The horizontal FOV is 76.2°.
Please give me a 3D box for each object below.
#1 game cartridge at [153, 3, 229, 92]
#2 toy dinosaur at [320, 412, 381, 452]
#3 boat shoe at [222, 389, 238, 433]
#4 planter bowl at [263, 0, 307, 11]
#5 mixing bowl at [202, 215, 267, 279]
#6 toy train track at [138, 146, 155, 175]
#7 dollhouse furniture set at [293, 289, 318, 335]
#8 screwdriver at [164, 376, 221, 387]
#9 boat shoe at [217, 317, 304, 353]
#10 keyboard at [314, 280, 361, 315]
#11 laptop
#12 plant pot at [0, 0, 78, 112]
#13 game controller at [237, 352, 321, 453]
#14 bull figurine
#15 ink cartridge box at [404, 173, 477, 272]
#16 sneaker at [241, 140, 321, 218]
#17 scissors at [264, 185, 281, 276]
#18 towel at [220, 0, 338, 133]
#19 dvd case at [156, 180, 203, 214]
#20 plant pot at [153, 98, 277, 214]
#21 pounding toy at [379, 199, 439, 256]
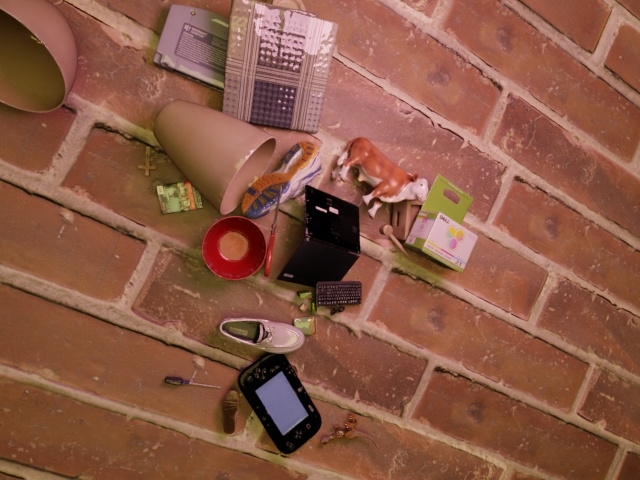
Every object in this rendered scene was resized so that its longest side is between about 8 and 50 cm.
[{"bbox_3d":[-0.304,-0.542,1.177,0.294,0.060,0.196,19,92,-15],"label":"game cartridge"},{"bbox_3d":[0.104,0.643,1.363,0.211,0.064,0.113,4,111,-6],"label":"toy dinosaur"},{"bbox_3d":[-0.277,0.520,1.253,0.050,0.045,0.136,8,95,-7],"label":"boat shoe"},{"bbox_3d":[-0.102,-0.650,1.194,0.161,0.109,0.162,-1,93,-15],"label":"planter bowl"},{"bbox_3d":[-0.253,0.020,1.201,0.181,0.098,0.182,-1,93,-14],"label":"mixing bowl"},{"bbox_3d":[-0.494,-0.226,1.167,0.048,0.014,0.084,2,87,-8],"label":"toy train track"},{"bbox_3d":[-0.046,0.236,1.289,0.076,0.058,0.152,-2,94,-14],"label":"dollhouse furniture set"},{"bbox_3d":[-0.384,0.430,1.236,0.169,0.024,0.025,12,62,-21],"label":"screwdriver"},{"bbox_3d":[-0.175,0.280,1.228,0.267,0.088,0.096,16,73,-8],"label":"boat shoe"},{"bbox_3d":[0.060,0.185,1.306,0.180,0.023,0.108,3,92,-33],"label":"keyboard"},{"bbox_3d":[0.000,0.000,1.264,0.234,0.136,0.265,17,64,-41],"label":"laptop"},{"bbox_3d":[-0.717,-0.486,0.984,0.283,0.284,0.191,20,52,-15],"label":"plant pot"},{"bbox_3d":[-0.123,0.507,1.282,0.166,0.067,0.319,-31,101,-11],"label":"game controller"},{"bbox_3d":[0.179,-0.188,1.256,0.188,0.101,0.310,-40,69,-9],"label":"bull figurine"},{"bbox_3d":[0.404,-0.055,1.283,0.188,0.097,0.255,26,88,-26],"label":"ink cartridge box"},{"bbox_3d":[-0.099,-0.154,1.211,0.296,0.131,0.112,-44,59,-11],"label":"sneaker"},{"bbox_3d":[-0.138,-0.030,1.181,0.021,0.109,0.297,8,113,-5],"label":"scissors"},{"bbox_3d":[-0.119,-0.490,1.167,0.311,0.056,0.325,3,116,-23],"label":"towel"},{"bbox_3d":[-0.411,-0.127,1.194,0.119,0.013,0.087,-12,96,-15],"label":"dvd case"},{"bbox_3d":[-0.304,-0.251,1.116,0.274,0.256,0.257,35,84,1],"label":"plant pot"},{"bbox_3d":[0.271,-0.042,1.332,0.205,0.094,0.181,-1,99,-23],"label":"pounding toy"}]
